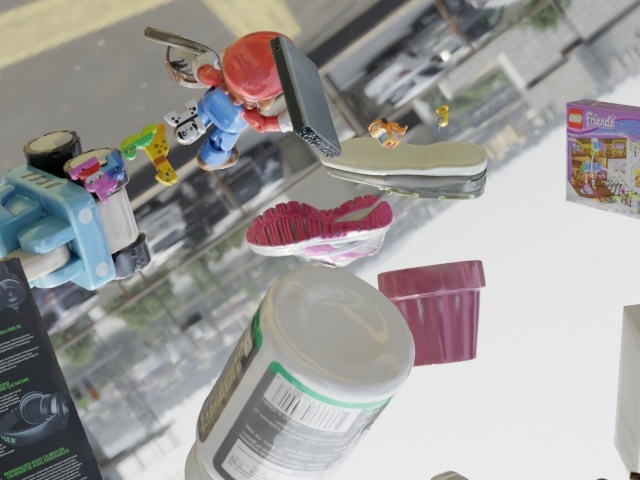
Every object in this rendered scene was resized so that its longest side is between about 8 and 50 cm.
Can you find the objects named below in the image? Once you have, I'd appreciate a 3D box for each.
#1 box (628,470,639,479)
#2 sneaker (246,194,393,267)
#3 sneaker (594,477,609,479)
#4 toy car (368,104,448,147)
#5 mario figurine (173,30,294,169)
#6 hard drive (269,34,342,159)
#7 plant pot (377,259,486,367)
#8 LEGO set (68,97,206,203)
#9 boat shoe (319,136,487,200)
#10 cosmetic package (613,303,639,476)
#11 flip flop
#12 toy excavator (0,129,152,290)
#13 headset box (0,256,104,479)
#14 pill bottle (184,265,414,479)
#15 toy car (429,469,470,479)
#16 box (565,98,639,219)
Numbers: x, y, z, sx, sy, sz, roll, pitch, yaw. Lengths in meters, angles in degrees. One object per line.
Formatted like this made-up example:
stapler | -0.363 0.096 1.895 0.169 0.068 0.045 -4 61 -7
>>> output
box | 0.642 0.426 1.778 0.164 0.201 0.021 0 -108 57
sneaker | 0.000 0.000 1.837 0.252 0.103 0.111 -4 138 2
sneaker | 0.293 0.310 1.148 0.047 0.057 0.119 107 -7 -57
toy car | 0.132 -0.172 1.612 0.122 0.040 0.060 -21 152 38
mario figurine | -0.124 -0.256 1.863 0.320 0.198 0.170 -40 -144 49
hard drive | -0.018 -0.172 1.292 0.022 0.135 0.094 -25 153 20
plant pot | 0.212 0.137 1.966 0.201 0.180 0.201 -7 176 0
LEGO set | -0.275 -0.121 1.690 0.227 0.093 0.087 -33 -178 -15
boat shoe | 0.149 -0.124 1.936 0.305 0.091 0.109 4 -139 15
cosmetic package | 0.690 0.299 2.066 0.197 0.365 0.155 -6 -148 -2
flip flop | -0.239 -0.318 2.005 0.080 0.112 0.277 -62 154 -6
toy excavator | -0.494 0.028 1.807 0.445 0.222 0.433 -32 -145 -32
headset box | -0.368 0.170 1.110 0.131 0.283 0.246 -20 179 -37
pill bottle | -0.042 0.221 1.392 0.204 0.204 0.361 -33 161 -48
toy car | 0.264 0.459 1.792 0.136 0.159 0.182 -21 172 -3
box | 0.580 -0.147 1.990 0.057 0.201 0.293 -14 -160 -30
